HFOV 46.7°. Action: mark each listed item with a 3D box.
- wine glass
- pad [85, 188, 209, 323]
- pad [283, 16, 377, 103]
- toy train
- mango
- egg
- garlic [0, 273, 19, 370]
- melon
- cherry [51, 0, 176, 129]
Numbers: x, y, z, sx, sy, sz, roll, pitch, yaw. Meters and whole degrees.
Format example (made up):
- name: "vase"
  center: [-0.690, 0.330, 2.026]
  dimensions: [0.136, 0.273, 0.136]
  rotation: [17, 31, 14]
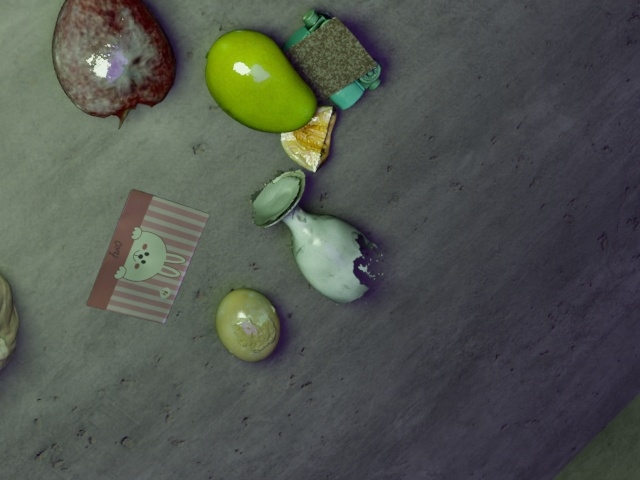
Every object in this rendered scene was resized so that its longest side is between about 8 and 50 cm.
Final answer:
- name: "wine glass"
  center: [-0.005, -0.001, 1.811]
  dimensions: [0.190, 0.190, 0.357]
  rotation: [-47, 119, -2]
- name: "pad"
  center: [-0.403, 0.044, 1.740]
  dimensions: [0.202, 0.005, 0.299]
  rotation: [19, 101, -30]
- name: "pad"
  center: [-0.010, -0.389, 1.678]
  dimensions: [0.235, 0.003, 0.158]
  rotation: [-28, 129, 26]
- name: "toy train"
  center: [0.028, -0.412, 1.716]
  dimensions: [0.159, 0.101, 0.248]
  rotation: [-45, 122, 12]
- name: "mango"
  center: [-0.137, -0.334, 1.624]
  dimensions: [0.185, 0.149, 0.273]
  rotation: [-32, 124, 14]
- name: "egg"
  center: [-0.176, 0.211, 1.825]
  dimensions: [0.164, 0.164, 0.201]
  rotation: [-27, 124, -14]
- name: "garlic"
  center: [-0.745, 0.190, 1.466]
  dimensions: [0.317, 0.260, 0.317]
  rotation: [8, 90, -69]
- name: "melon"
  center: [-0.030, -0.255, 1.764]
  dimensions: [0.128, 0.079, 0.160]
  rotation: [15, 104, -7]
- name: "cherry"
  center: [-0.408, -0.370, 1.454]
  dimensions: [0.230, 0.203, 0.300]
  rotation: [-18, 116, -14]
